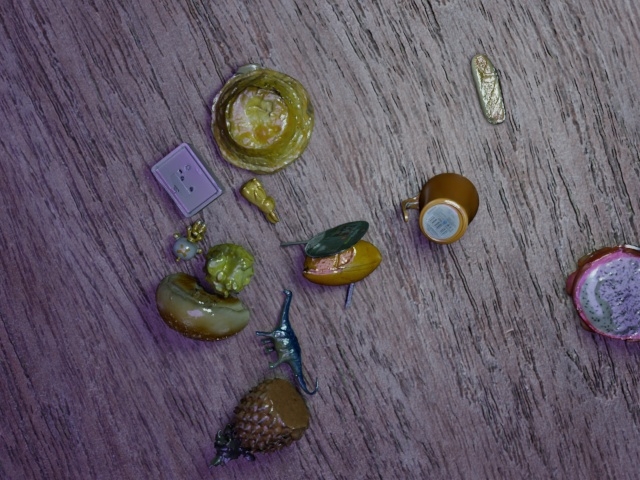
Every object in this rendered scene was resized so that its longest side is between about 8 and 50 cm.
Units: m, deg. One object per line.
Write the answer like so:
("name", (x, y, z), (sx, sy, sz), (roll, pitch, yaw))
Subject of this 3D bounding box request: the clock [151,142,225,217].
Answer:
("clock", (-0.417, -0.190, 1.805), (0.150, 0.063, 0.197), (-36, 93, 10))

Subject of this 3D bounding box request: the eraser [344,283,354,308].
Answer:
("eraser", (0.093, 0.170, 1.829), (0.019, 0.027, 0.099), (10, 100, -4))

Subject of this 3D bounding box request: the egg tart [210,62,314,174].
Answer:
("egg tart", (-0.185, -0.363, 1.727), (0.342, 0.129, 0.340), (1, 99, 7))

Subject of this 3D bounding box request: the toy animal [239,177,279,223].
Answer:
("toy animal", (-0.184, -0.121, 1.800), (0.159, 0.083, 0.070), (47, 73, -14))

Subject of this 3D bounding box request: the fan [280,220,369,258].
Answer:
("fan", (0.031, -0.014, 1.751), (0.223, 0.294, 0.012), (-31, 113, -22))

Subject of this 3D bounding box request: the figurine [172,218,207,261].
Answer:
("figurine", (-0.416, 0.004, 1.838), (0.143, 0.068, 0.101), (-34, 102, -7))

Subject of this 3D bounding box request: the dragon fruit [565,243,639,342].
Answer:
("dragon fruit", (0.871, 0.148, 1.682), (0.291, 0.189, 0.290), (1, 94, 12))

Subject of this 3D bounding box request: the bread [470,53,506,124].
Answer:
("bread", (0.498, -0.446, 1.684), (0.073, 0.053, 0.214), (-18, 99, 12))

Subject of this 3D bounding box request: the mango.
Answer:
("mango", (0.065, 0.064, 1.767), (0.253, 0.126, 0.153), (-8, 102, -1))

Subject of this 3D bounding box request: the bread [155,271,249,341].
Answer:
("bread", (-0.389, 0.229, 1.801), (0.314, 0.192, 0.171), (23, 99, 1))

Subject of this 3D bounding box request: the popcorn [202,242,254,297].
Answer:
("popcorn", (-0.290, 0.094, 1.794), (0.174, 0.142, 0.173), (6, 57, -9))

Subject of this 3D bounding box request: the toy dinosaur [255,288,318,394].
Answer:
("toy dinosaur", (-0.118, 0.344, 1.853), (0.147, 0.076, 0.362), (-16, 93, 1))

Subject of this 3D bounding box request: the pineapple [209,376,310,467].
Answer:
("pineapple", (-0.219, 0.617, 1.850), (0.357, 0.223, 0.223), (-42, 93, 18))

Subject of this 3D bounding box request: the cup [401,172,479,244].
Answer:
("cup", (0.343, -0.088, 1.659), (0.227, 0.264, 0.182), (-1, 107, 17))
